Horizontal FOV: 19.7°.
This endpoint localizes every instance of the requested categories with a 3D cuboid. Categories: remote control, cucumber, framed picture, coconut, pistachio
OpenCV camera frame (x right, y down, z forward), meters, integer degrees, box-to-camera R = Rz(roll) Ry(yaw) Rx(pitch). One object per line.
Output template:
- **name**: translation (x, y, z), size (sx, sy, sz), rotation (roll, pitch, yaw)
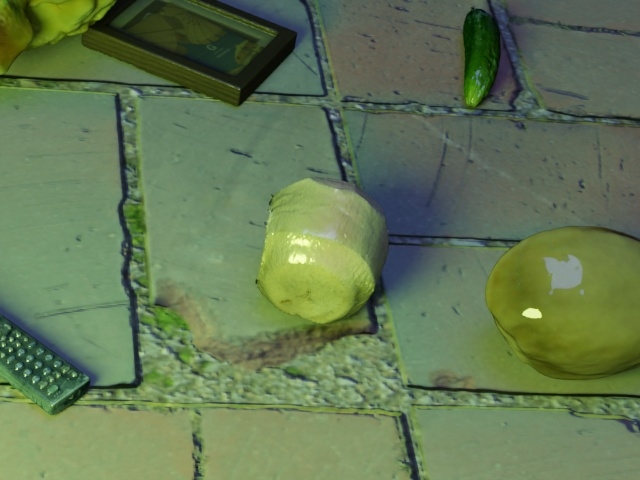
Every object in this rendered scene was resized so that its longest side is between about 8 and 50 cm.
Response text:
- **remote control**: translation (-0.243, 0.078, 1.390), size (0.152, 0.027, 0.043), rotation (32, 36, 22)
- **cucumber**: translation (0.159, -0.187, 1.818), size (0.039, 0.039, 0.168), rotation (10, 40, -2)
- **framed picture**: translation (-0.124, -0.194, 1.764), size (0.168, 0.023, 0.128), rotation (23, 39, 13)
- **coconut**: translation (0.000, 0.000, 1.490), size (0.110, 0.110, 0.124), rotation (14, 45, 3)
- **pistachio**: translation (0.218, 0.051, 1.472), size (0.185, 0.126, 0.108), rotation (6, 7, -15)

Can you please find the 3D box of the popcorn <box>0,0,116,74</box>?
- **popcorn**: translation (-0.299, -0.284, 1.678), size (0.258, 0.224, 0.270), rotation (-29, 66, -8)
